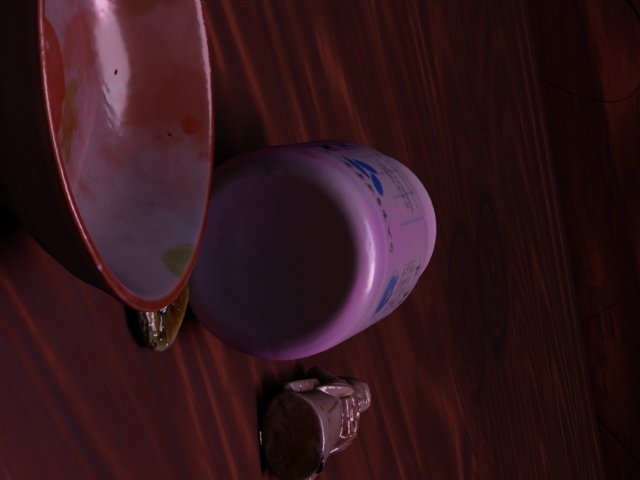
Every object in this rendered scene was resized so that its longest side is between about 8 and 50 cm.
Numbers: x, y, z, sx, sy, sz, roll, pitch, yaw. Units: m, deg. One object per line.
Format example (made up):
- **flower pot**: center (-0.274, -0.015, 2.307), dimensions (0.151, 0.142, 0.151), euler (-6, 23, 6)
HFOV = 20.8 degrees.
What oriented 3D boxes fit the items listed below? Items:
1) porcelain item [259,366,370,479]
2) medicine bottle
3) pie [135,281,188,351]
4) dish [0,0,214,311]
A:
- **porcelain item**: center (0.004, 0.148, 1.472), dimensions (0.213, 0.054, 0.084), euler (-18, 107, -75)
- **medicine bottle**: center (0.000, 0.000, 1.292), dimensions (0.254, 0.152, 0.152), euler (-16, 103, -73)
- **pie**: center (-0.106, 0.032, 1.148), dimensions (0.084, 0.021, 0.084), euler (-3, 90, -75)
- **dish**: center (-0.136, -0.088, 0.944), dimensions (0.260, 0.085, 0.260), euler (-4, 90, -76)
